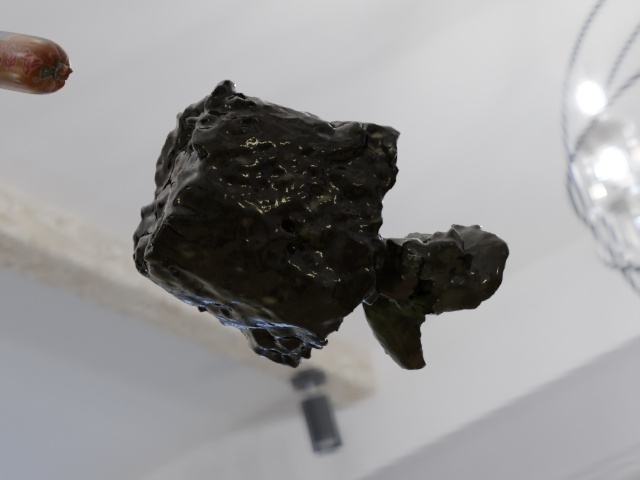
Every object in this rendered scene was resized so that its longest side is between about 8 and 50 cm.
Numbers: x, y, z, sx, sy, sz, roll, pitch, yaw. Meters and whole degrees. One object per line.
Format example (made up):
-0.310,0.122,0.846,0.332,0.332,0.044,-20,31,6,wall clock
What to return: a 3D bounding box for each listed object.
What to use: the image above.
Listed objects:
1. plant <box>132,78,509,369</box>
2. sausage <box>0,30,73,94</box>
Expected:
0.000,0.000,0.911,0.203,0.131,0.142,30,-27,-18,plant
-0.161,-0.092,0.809,0.107,0.031,0.031,15,-6,44,sausage
